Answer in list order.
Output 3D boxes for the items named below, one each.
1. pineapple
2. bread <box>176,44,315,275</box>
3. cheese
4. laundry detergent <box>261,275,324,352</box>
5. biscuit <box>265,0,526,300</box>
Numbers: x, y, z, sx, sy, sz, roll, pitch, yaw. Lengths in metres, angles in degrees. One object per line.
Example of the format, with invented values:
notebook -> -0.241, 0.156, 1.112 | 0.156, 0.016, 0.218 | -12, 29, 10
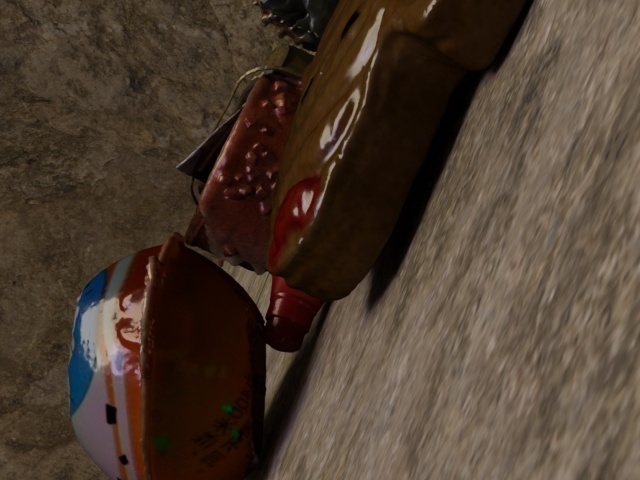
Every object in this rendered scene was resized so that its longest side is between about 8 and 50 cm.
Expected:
pineapple -> 0.016, -0.249, 1.553 | 0.340, 0.169, 0.169 | -116, 48, -68
bread -> -0.062, -0.074, 1.523 | 0.224, 0.142, 0.212 | -61, 4, 44
cheese -> -0.103, 0.119, 1.125 | 0.329, 0.129, 0.217 | 85, -173, -63
laundry detergent -> 0.000, 0.000, 1.089 | 0.097, 0.049, 0.165 | -34, 35, 64
biscuit -> 0.054, -0.140, 0.926 | 0.381, 0.074, 0.359 | -67, 6, -31
